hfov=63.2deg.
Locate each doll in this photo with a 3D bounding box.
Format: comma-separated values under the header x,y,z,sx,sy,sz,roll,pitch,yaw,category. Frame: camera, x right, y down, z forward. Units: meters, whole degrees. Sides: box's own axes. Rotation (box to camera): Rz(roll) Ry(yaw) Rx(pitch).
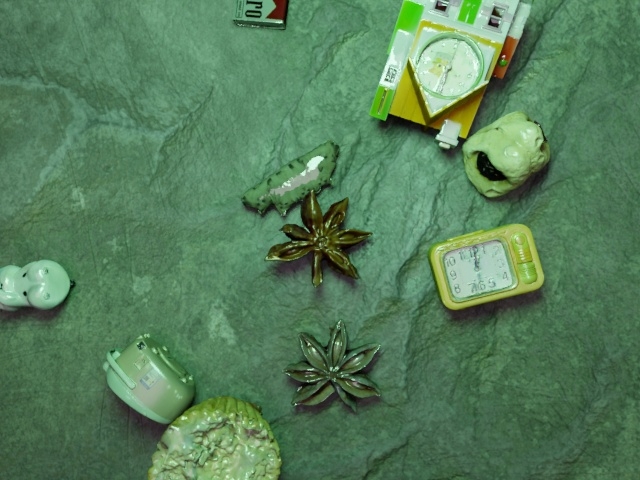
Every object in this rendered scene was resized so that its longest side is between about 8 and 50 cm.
x,y,z,sx,sy,sz,roll,pitch,yaw,category
-0.652,0.103,1.151,0.181,0.107,0.110,-5,82,6,doll

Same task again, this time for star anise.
x,y,z,sx,sy,sz,roll,pitch,yaw,category
0.001,-0.005,1.082,0.213,0.111,0.195,10,97,-2,star anise
0.027,0.260,1.099,0.213,0.073,0.196,6,95,3,star anise

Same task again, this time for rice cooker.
x,y,z,sx,sy,sz,roll,pitch,yaw,category
-0.360,0.294,1.106,0.127,0.145,0.206,-42,82,-7,rice cooker

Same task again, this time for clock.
x,y,z,sx,sy,sz,roll,pitch,yaw,category
0.245,-0.348,1.024,0.235,0.166,0.309,19,94,6,clock
0.330,0.052,1.056,0.203,0.096,0.143,-16,92,7,clock

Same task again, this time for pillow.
x,y,z,sx,sy,sz,roll,pitch,yaw,category
-0.053,-0.122,1.114,0.241,0.051,0.093,-32,87,3,pillow

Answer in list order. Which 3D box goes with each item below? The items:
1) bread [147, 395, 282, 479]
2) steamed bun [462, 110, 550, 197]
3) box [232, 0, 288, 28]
x,y,z,sx,sy,sz,roll,pitch,yaw,category
-0.214,0.459,1.078,0.275,0.149,0.273,-1,96,-6,bread
0.372,-0.175,1.017,0.172,0.155,0.140,-35,88,6,steamed bun
-0.122,-0.555,1.125,0.115,0.036,0.177,8,91,6,box
